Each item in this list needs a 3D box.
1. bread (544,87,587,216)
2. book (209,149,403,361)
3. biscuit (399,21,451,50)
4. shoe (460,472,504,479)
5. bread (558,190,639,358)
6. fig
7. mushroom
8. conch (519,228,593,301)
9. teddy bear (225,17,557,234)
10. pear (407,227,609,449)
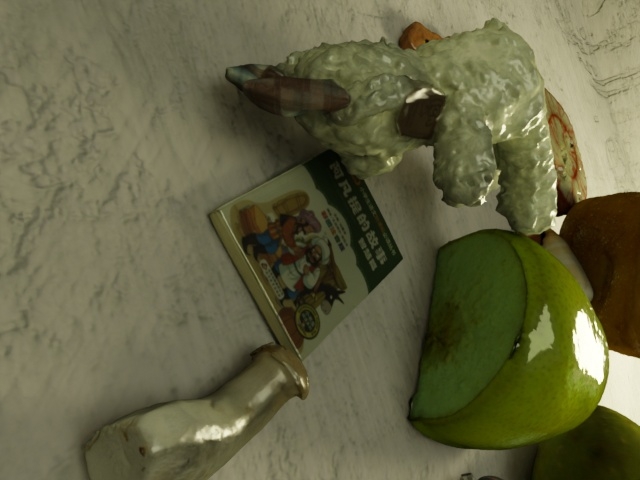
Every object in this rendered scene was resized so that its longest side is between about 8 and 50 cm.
[{"bbox_3d":[0.561,-0.218,1.225,0.295,0.114,0.328,-8,83,-48],"label":"bread"},{"bbox_3d":[0.000,0.000,0.641,0.264,0.027,0.202,-36,102,-45],"label":"book"},{"bbox_3d":[0.288,-0.342,1.034,0.334,0.047,0.202,-4,80,-47],"label":"biscuit"},{"bbox_3d":[0.233,0.427,0.697,0.092,0.089,0.180,36,51,-34],"label":"shoe"},{"bbox_3d":[0.615,0.058,1.035,0.148,0.337,0.328,2,98,-7],"label":"bread"},{"bbox_3d":[0.501,0.429,0.868,0.258,0.258,0.326,57,27,-16],"label":"fig"},{"bbox_3d":[-0.095,0.164,0.456,0.223,0.081,0.092,-13,106,-50],"label":"mushroom"},{"bbox_3d":[0.484,0.079,1.041,0.255,0.158,0.127,-67,145,-48],"label":"conch"},{"bbox_3d":[0.110,-0.123,0.668,0.362,0.327,0.375,-27,131,-8],"label":"teddy bear"},{"bbox_3d":[0.329,0.178,0.774,0.318,0.238,0.342,34,55,-24],"label":"pear"}]
